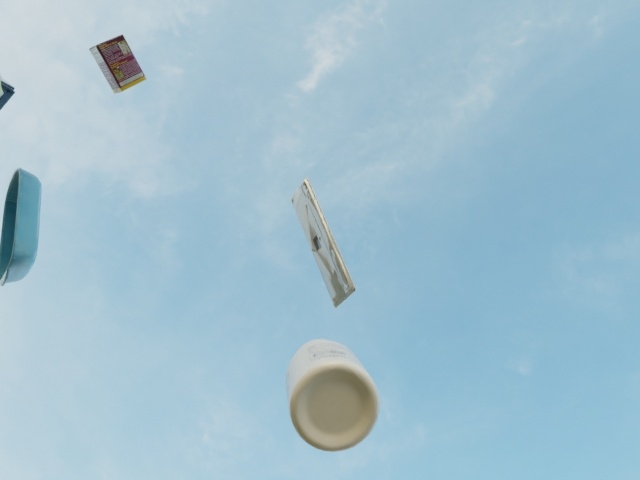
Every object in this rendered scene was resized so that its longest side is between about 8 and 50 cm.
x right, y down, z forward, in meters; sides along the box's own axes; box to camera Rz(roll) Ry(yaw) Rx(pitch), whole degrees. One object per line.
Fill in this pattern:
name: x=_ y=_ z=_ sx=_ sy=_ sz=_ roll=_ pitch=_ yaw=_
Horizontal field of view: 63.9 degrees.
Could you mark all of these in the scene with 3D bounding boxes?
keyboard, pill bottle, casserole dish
keyboard: x=0.000 y=0.000 z=0.977 sx=0.072 sy=0.014 sz=0.256 roll=-53 pitch=-129 yaw=47
pill bottle: x=0.010 y=0.232 z=0.825 sx=0.131 sy=0.229 sz=0.131 roll=0 pitch=-89 yaw=-6
casserole dish: x=-0.453 y=-0.020 z=0.774 sx=0.114 sy=0.037 sz=0.188 roll=-35 pitch=-125 yaw=41

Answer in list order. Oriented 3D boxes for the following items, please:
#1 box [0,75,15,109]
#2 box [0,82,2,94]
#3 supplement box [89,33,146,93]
box: x=-0.461 y=-0.152 z=0.553 sx=0.191 sy=0.045 sz=0.184 roll=38 pitch=-89 yaw=8
box: x=-0.244 y=-0.069 z=0.238 sx=0.087 sy=0.232 sz=0.058 roll=11 pitch=-60 yaw=-10
supplement box: x=-0.356 y=-0.309 z=0.902 sx=0.043 sy=0.055 sz=0.083 roll=10 pitch=-48 yaw=48
